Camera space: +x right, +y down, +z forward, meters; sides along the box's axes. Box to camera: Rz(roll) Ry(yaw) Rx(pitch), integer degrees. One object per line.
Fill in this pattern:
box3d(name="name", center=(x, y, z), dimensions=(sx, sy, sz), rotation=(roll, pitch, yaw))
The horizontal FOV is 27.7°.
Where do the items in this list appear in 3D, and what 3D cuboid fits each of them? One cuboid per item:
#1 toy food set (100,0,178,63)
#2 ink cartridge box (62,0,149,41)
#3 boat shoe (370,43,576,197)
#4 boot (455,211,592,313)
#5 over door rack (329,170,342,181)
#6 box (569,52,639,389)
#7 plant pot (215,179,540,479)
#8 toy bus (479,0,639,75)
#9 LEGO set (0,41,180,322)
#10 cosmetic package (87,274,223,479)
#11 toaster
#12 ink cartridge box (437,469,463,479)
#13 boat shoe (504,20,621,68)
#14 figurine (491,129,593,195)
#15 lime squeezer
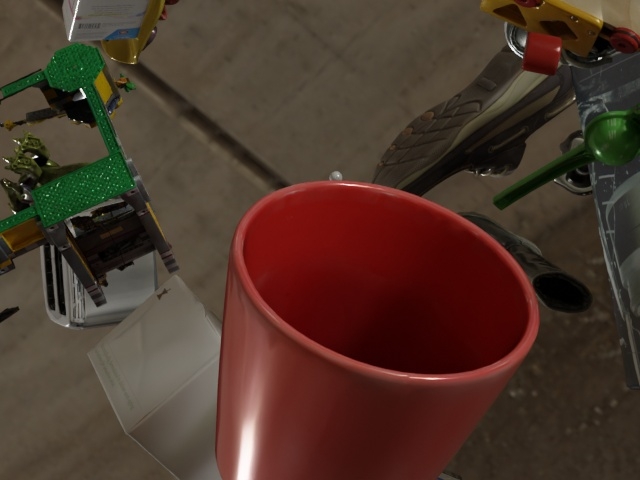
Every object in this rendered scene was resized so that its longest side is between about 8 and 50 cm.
box3d(name="toy food set", center=(-0.252, -0.363, 1.947), dimensions=(0.128, 0.071, 0.218), rotation=(55, 127, 29))
box3d(name="ink cartridge box", center=(-0.257, -0.293, 1.565), dimensions=(0.122, 0.088, 0.052), rotation=(131, 129, -62))
box3d(name="boat shoe", center=(0.232, -0.147, 1.826), dimensions=(0.355, 0.130, 0.132), rotation=(-39, 23, 5))
box3d(name="boot", center=(0.280, 0.034, 1.895), dimensions=(0.208, 0.190, 0.076), rotation=(-108, 36, -67))
box3d(name="over door rack", center=(0.000, 0.000, 2.115), dimensions=(0.239, 0.108, 0.324), rotation=(-51, 8, -12))
box3d(name="box", center=(0.544, -0.084, 1.470), dimensions=(0.480, 0.297, 0.471), rotation=(157, 102, -72))
box3d(name="plant pot", center=(0.025, 0.119, 1.152), dimensions=(0.275, 0.275, 0.243), rotation=(-84, 11, -55))
box3d(name="toy bus", center=(0.251, -0.226, 1.221), dimensions=(0.191, 0.202, 0.104), rotation=(-16, -14, -6))
box3d(name="LEGO set", center=(-0.301, -0.026, 1.336), dimensions=(0.331, 0.192, 0.255), rotation=(-32, 59, -9))
box3d(name="cosmetic package", center=(-0.093, 0.236, 1.572), dimensions=(0.155, 0.365, 0.197), rotation=(-42, 32, 0))
box3d(name="toaster", center=(-0.325, 0.042, 1.915), dimensions=(0.129, 0.146, 0.227), rotation=(16, 111, 55))
box3d(name="ink cartridge box", center=(0.067, 0.388, 1.816), dimensions=(0.045, 0.206, 0.208), rotation=(-118, 52, -81))
box3d(name="boat shoe", center=(0.282, -0.233, 1.363), dimensions=(0.105, 0.113, 0.306), rotation=(-38, 19, -27))
box3d(name="figurine", center=(0.354, -0.150, 2.096), dimensions=(0.209, 0.215, 0.092), rotation=(-48, -31, -73))
box3d(name="lime squeezer", center=(0.271, -0.068, 1.136), dimensions=(0.310, 0.059, 0.110), rotation=(7, 80, 62))
